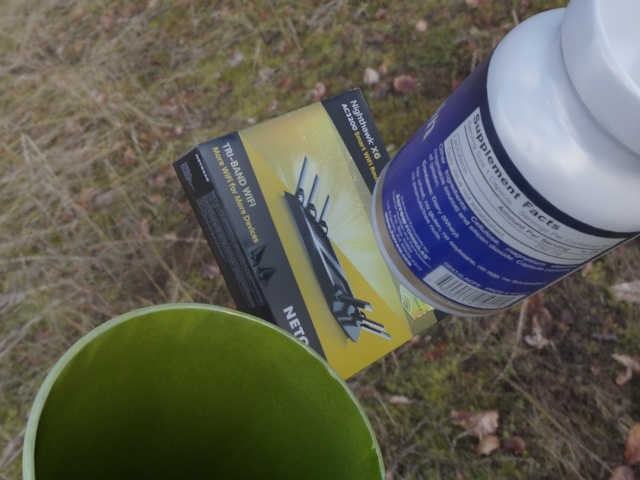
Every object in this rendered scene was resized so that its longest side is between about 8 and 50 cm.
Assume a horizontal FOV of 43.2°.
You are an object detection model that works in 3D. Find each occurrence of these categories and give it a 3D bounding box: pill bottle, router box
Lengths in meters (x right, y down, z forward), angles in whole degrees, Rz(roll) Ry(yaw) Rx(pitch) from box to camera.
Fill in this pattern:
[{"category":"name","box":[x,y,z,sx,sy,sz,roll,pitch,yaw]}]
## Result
[{"category":"pill bottle","box":[0.152,-0.056,0.539,0.153,0.153,0.265,-56,5,-31]},{"category":"router box","box":[0.000,0.000,0.963,0.243,0.309,0.081,-27,4,-34]}]

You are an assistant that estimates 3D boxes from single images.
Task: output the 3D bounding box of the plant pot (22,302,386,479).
[{"category":"plant pot","box":[-0.132,0.248,0.689,0.275,0.275,0.293,-79,16,-46]}]
